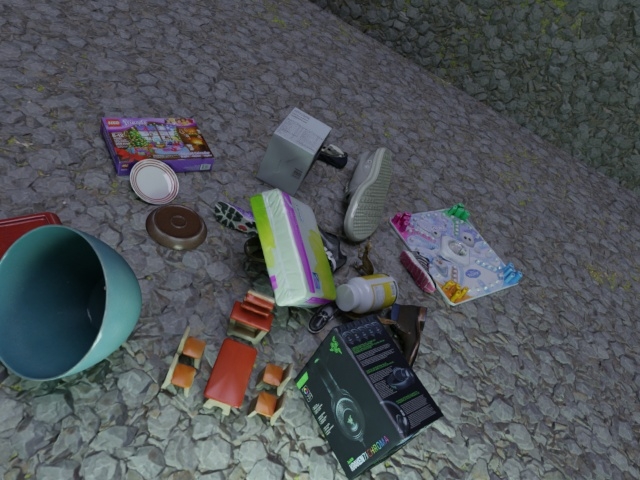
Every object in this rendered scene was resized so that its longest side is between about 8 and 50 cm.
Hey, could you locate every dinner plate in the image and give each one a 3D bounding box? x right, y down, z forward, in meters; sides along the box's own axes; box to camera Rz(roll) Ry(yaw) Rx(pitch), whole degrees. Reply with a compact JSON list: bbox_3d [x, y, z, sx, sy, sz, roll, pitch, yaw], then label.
[{"bbox_3d":[-0.478,-0.167,1.441,0.141,0.017,0.141,15,65,-33],"label":"dinner plate"}]

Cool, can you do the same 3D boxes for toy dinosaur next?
[{"bbox_3d":[0.144,0.083,1.531,0.053,0.183,0.093,-23,20,-18],"label":"toy dinosaur"}]

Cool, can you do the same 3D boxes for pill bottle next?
[{"bbox_3d":[0.130,0.151,1.418,0.184,0.103,0.103,-3,51,-44],"label":"pill bottle"}]

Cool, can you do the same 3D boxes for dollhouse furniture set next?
[{"bbox_3d":[-0.185,0.252,1.133,0.262,0.135,0.259,22,42,-9],"label":"dollhouse furniture set"}]

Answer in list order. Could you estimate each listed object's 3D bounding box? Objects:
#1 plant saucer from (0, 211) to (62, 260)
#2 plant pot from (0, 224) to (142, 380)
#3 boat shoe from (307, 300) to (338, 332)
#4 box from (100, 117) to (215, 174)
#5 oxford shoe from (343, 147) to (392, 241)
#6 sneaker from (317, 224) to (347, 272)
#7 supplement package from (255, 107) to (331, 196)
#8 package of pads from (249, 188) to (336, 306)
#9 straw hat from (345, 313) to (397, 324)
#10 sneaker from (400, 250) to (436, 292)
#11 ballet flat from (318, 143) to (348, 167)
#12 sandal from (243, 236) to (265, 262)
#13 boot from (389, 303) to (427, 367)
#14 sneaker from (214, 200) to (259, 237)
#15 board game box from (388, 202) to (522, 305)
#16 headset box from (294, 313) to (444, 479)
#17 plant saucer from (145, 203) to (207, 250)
[{"bbox_3d":[-0.687,0.039,1.125,0.259,0.047,0.258,-17,59,-39],"label":"plant saucer"},{"bbox_3d":[-0.484,0.127,1.019,0.290,0.290,0.195,48,7,19],"label":"plant pot"},{"bbox_3d":[0.010,0.205,1.364,0.046,0.038,0.125,42,43,13],"label":"boat shoe"},{"bbox_3d":[-0.502,-0.297,1.550,0.294,0.057,0.200,-10,54,-36],"label":"box"},{"bbox_3d":[0.146,-0.162,1.748,0.130,0.169,0.449,-3,44,26],"label":"oxford shoe"},{"bbox_3d":[0.000,0.000,1.536,0.106,0.078,0.234,-14,61,-42],"label":"sneaker"},{"bbox_3d":[-0.089,-0.298,1.684,0.149,0.194,0.203,29,42,-2],"label":"supplement package"},{"bbox_3d":[-0.065,0.028,1.321,0.229,0.101,0.296,23,49,-67],"label":"package of pads"},{"bbox_3d":[0.134,0.244,1.376,0.145,0.144,0.061,8,88,-23],"label":"straw hat"},{"bbox_3d":[0.335,0.095,1.639,0.075,0.063,0.170,-13,51,-30],"label":"sneaker"},{"bbox_3d":[0.012,-0.340,1.878,0.203,0.074,0.074,21,42,-10],"label":"ballet flat"},{"bbox_3d":[-0.130,0.046,1.418,0.220,0.060,0.089,12,61,-41],"label":"sandal"},{"bbox_3d":[0.233,0.268,1.423,0.106,0.082,0.219,13,44,14],"label":"boot"},{"bbox_3d":[-0.235,-0.066,1.488,0.170,0.068,0.071,29,25,-14],"label":"sneaker"},{"bbox_3d":[0.493,0.028,1.805,0.390,0.050,0.389,-10,55,-36],"label":"board game box"},{"bbox_3d":[0.089,0.339,1.120,0.131,0.246,0.283,-11,56,-37],"label":"headset box"},{"bbox_3d":[-0.395,-0.044,1.387,0.169,0.029,0.168,17,43,-16],"label":"plant saucer"}]
